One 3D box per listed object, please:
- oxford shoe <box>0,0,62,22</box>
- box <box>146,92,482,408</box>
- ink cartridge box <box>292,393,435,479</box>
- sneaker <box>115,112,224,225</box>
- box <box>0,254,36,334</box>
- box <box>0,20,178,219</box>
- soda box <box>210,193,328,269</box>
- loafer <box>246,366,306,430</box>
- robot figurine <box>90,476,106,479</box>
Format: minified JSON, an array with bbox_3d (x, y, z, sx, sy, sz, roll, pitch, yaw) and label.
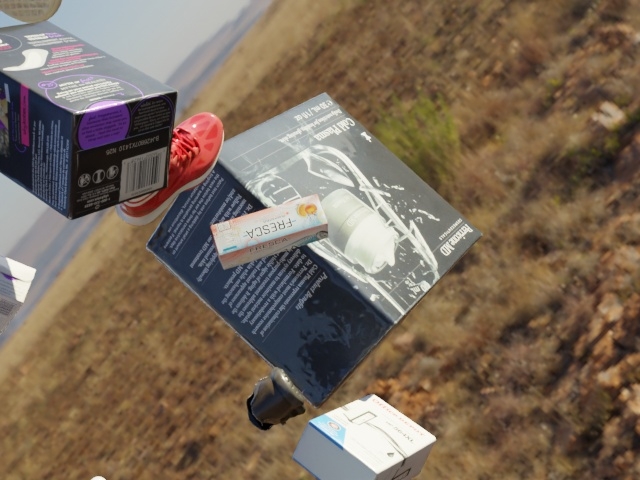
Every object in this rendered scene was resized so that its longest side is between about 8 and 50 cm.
[{"bbox_3d":[-0.552,-0.540,1.553,0.169,0.449,0.130,-42,-4,20],"label":"oxford shoe"},{"bbox_3d":[0.000,0.000,1.979,0.297,0.472,0.480,-51,-7,35],"label":"box"},{"bbox_3d":[0.076,0.348,1.623,0.203,0.148,0.085,-12,-52,-56],"label":"ink cartridge box"},{"bbox_3d":[-0.203,-0.124,1.382,0.221,0.087,0.128,-57,-1,-29],"label":"sneaker"},{"bbox_3d":[-0.515,0.132,1.443,0.324,0.067,0.063,-45,27,42],"label":"box"},{"bbox_3d":[-0.334,-0.161,1.228,0.165,0.270,0.143,-23,-46,-45],"label":"box"},{"bbox_3d":[-0.082,-0.013,1.560,0.183,0.058,0.063,-17,-22,-5],"label":"soda box"},{"bbox_3d":[-0.074,0.230,1.393,0.078,0.080,0.220,-34,-12,-9],"label":"loafer"},{"bbox_3d":[-0.545,0.689,2.185,0.353,0.200,0.299,102,180,-49],"label":"robot figurine"}]
